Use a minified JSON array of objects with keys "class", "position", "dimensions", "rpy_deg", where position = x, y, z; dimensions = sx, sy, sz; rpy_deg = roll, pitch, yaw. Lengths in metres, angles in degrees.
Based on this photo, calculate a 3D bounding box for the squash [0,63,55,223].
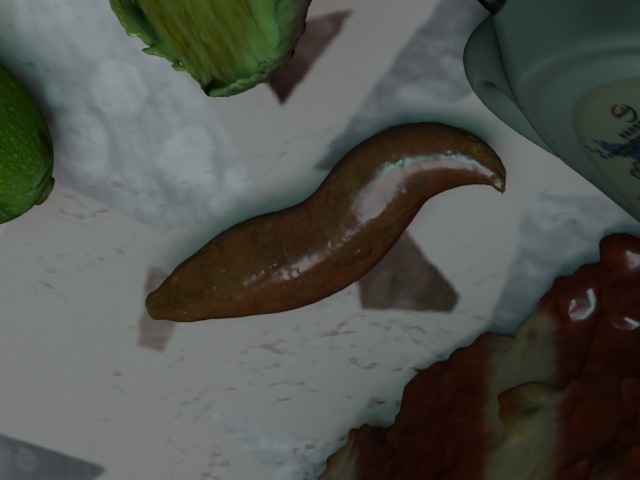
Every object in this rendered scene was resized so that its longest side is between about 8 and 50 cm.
[{"class":"squash","position":[-0.283,-0.123,0.696],"dimensions":[0.379,0.101,0.101],"rpy_deg":[38,122,-16]}]

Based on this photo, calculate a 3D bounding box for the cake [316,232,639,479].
[{"class":"cake","position":[0.141,0.212,0.754],"dimensions":[0.270,0.269,0.319],"rpy_deg":[41,120,-19]}]

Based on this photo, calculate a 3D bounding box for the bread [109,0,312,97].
[{"class":"bread","position":[-0.065,-0.186,0.525],"dimensions":[0.045,0.301,0.301],"rpy_deg":[-20,126,-17]}]

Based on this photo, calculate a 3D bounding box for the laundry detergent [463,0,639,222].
[{"class":"laundry detergent","position":[0.151,-0.062,0.631],"dimensions":[0.281,0.105,0.215],"rpy_deg":[29,164,-4]}]

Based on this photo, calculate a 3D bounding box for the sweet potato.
[{"class":"sweet potato","position":[-0.001,-0.002,0.763],"dimensions":[0.202,0.058,0.055],"rpy_deg":[-30,73,22]}]
